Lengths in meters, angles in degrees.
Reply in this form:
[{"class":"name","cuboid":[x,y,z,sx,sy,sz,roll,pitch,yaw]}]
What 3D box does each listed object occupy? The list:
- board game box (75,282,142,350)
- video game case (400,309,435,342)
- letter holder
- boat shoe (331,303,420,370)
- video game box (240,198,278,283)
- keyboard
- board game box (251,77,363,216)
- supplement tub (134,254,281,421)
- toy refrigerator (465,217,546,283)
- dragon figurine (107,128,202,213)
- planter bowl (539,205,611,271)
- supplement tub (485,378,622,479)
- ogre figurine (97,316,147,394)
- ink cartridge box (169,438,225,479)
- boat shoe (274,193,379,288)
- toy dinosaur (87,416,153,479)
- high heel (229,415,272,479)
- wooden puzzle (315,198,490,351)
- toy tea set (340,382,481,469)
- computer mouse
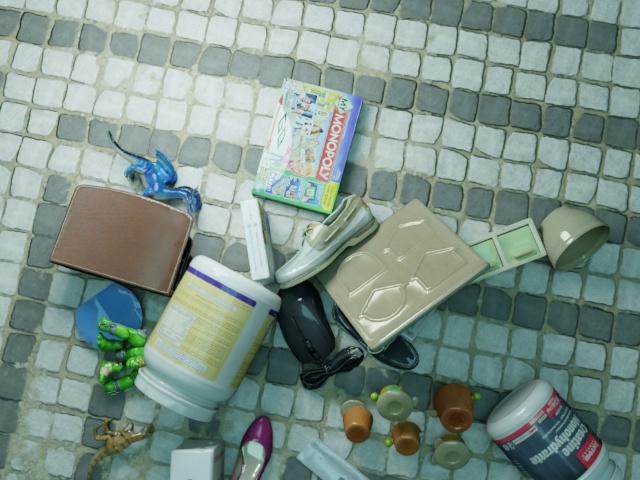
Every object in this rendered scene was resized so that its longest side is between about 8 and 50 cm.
[{"class":"board game box","cuboid":[-0.526,0.193,1.722,0.168,0.033,0.133,-36,89,1]},{"class":"video game case","cuboid":[0.204,0.154,1.681,0.143,0.019,0.157,36,57,11]},{"class":"letter holder","cuboid":[-0.467,0.001,1.687,0.301,0.152,0.215,16,81,3]},{"class":"boat shoe","cuboid":[0.139,0.231,1.683,0.254,0.079,0.095,41,81,4]},{"class":"video game box","cuboid":[-0.145,0.009,1.653,0.048,0.205,0.187,-7,82,1]},{"class":"keyboard","cuboid":[0.061,0.584,1.674,0.256,0.014,0.072,38,90,5]},{"class":"board game box","cuboid":[-0.032,-0.241,1.765,0.213,0.046,0.317,15,83,3]},{"class":"supplement tub","cuboid":[-0.265,0.228,1.608,0.241,0.241,0.331,28,84,4]},{"class":"toy refrigerator","cuboid":[0.408,0.041,1.698,0.269,0.094,0.102,-20,82,-2]},{"class":"dragon figurine","cuboid":[-0.415,-0.175,1.738,0.144,0.085,0.289,-32,88,-5]},{"class":"planter bowl","cuboid":[0.609,-0.016,1.683,0.162,0.162,0.109,-32,57,-3]},{"class":"supplement tub","cuboid":[0.537,0.478,1.590,0.191,0.191,0.272,-41,84,-4]},{"class":"ogre figurine","cuboid":[-0.479,0.281,1.674,0.118,0.097,0.197,-2,89,-7]},{"class":"ink cartridge box","cuboid":[-0.287,0.594,1.594,0.100,0.172,0.237,1,82,1]},{"class":"boat shoe","cuboid":[0.000,0.000,1.679,0.302,0.113,0.103,-37,105,-21]},{"class":"toy dinosaur","cuboid":[-0.511,0.497,1.665,0.211,0.064,0.112,-32,84,-3]},{"class":"high heel","cuboid":[-0.175,0.541,1.627,0.082,0.117,0.244,23,84,4]},{"class":"wooden puzzle","cuboid":[0.186,0.081,1.619,0.322,0.348,0.080,-35,128,-3]},{"class":"toy tea set","cuboid":[0.219,0.421,1.661,0.336,0.124,0.200,13,112,-1]},{"class":"computer mouse","cuboid":[-0.029,0.216,1.667,0.188,0.072,0.272,-32,78,23]}]
